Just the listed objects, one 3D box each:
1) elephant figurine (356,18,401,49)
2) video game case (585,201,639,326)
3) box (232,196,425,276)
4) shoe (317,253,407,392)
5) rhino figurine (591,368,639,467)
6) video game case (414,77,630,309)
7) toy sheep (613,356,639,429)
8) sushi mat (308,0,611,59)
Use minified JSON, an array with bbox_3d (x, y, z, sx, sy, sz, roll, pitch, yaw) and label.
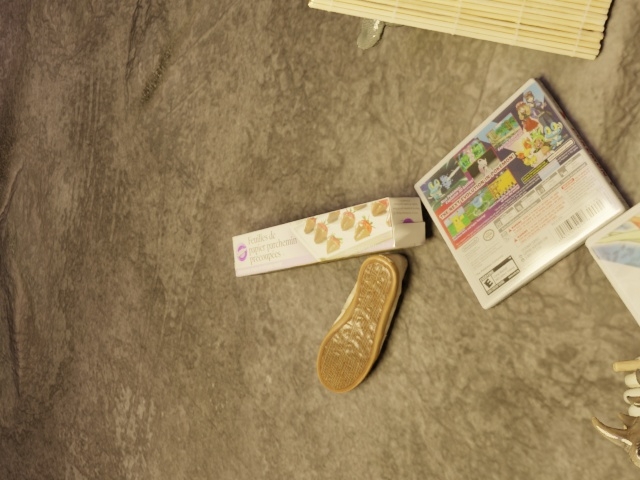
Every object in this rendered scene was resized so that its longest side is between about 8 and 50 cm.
[{"bbox_3d":[0.112,-0.386,0.883,0.169,0.185,0.240,85,173,-64],"label":"elephant figurine"},{"bbox_3d":[0.405,0.013,0.540,0.329,0.036,0.300,-39,43,21],"label":"video game case"},{"bbox_3d":[0.000,0.000,1.015,0.323,0.067,0.063,-12,83,46],"label":"box"},{"bbox_3d":[0.060,0.110,0.983,0.076,0.058,0.219,32,117,17],"label":"shoe"},{"bbox_3d":[0.350,0.149,0.610,0.243,0.073,0.106,-3,55,10],"label":"rhino figurine"},{"bbox_3d":[0.219,-0.050,0.847,0.201,0.023,0.184,-44,62,36],"label":"video game case"},{"bbox_3d":[0.328,0.149,0.698,0.091,0.091,0.132,-16,75,43],"label":"toy sheep"},{"bbox_3d":[0.152,-0.289,0.763,0.019,0.316,0.152,-96,16,-77],"label":"sushi mat"}]
